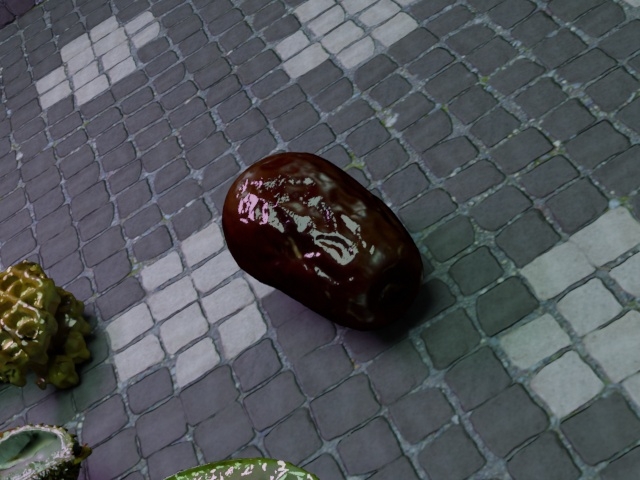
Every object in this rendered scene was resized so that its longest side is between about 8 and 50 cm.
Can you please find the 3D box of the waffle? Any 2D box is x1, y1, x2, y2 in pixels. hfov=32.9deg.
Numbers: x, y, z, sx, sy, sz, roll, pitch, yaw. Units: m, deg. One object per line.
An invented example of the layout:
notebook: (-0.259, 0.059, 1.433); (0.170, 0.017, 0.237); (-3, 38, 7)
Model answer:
waffle: (-0.540, 0.172, 1.785); (0.324, 0.151, 0.261); (-19, 43, 16)

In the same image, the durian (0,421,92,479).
durian: (-0.393, 0.357, 1.483); (0.237, 0.138, 0.193); (-27, 35, 13)

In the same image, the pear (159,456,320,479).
pear: (-0.108, 0.436, 1.170); (0.399, 0.165, 0.399); (-19, 40, 17)

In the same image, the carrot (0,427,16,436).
carrot: (-0.451, 0.307, 1.651); (0.139, 0.048, 0.048); (1, 50, 38)

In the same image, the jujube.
jujube: (0.000, 0.000, 1.520); (0.223, 0.223, 0.318); (-43, 46, -12)
